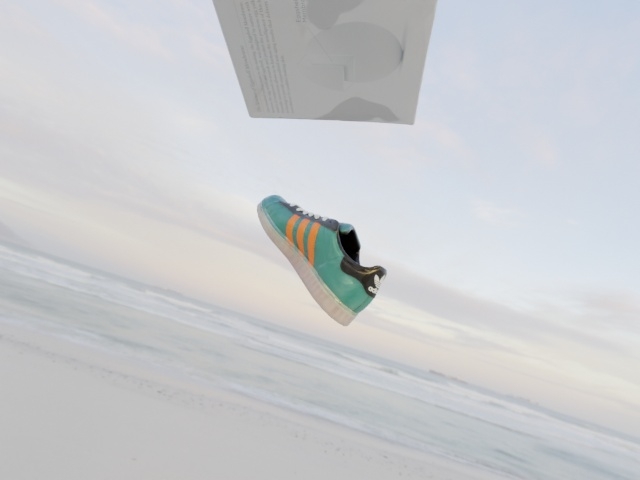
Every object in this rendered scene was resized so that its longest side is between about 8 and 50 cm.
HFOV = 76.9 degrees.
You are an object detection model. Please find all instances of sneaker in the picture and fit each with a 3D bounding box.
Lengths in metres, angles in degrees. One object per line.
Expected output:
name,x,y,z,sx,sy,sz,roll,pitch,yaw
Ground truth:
sneaker,0.000,0.000,0.703,0.302,0.121,0.108,50,10,33

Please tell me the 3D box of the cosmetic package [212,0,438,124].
cosmetic package,0.011,-0.264,0.468,0.225,0.138,0.224,4,-26,6
